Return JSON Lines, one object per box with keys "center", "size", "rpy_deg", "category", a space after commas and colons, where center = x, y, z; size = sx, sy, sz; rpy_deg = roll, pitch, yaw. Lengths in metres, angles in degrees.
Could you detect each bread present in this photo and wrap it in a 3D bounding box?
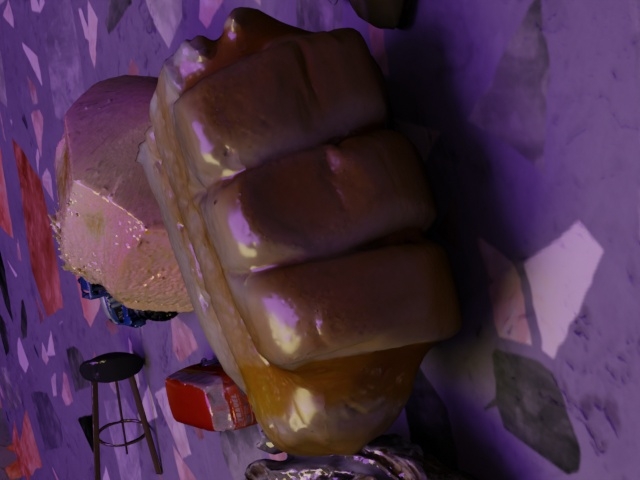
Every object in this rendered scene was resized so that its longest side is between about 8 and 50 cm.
{"center": [0.000, 0.000, 0.980], "size": [0.300, 0.210, 0.341], "rpy_deg": [112, 138, -67], "category": "bread"}

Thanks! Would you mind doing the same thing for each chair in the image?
{"center": [-0.311, 0.258, 1.861], "size": [0.095, 0.104, 0.221], "rpy_deg": [-118, 22, -64], "category": "chair"}

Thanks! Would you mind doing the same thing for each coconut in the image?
{"center": [-0.174, -0.055, 1.284], "size": [0.233, 0.233, 0.245], "rpy_deg": [61, 153, 29], "category": "coconut"}

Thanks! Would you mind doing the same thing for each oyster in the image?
{"center": [0.042, 0.238, 1.056], "size": [0.351, 0.162, 0.158], "rpy_deg": [-170, 80, -64], "category": "oyster"}

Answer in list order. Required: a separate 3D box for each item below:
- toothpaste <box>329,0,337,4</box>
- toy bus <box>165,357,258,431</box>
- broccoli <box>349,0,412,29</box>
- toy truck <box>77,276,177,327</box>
{"center": [-0.034, -0.297, 1.099], "size": [0.218, 0.041, 0.064], "rpy_deg": [52, 139, 35], "category": "toothpaste"}
{"center": [-0.130, 0.192, 1.476], "size": [0.174, 0.077, 0.079], "rpy_deg": [-4, 99, 64], "category": "toy bus"}
{"center": [-0.007, -0.274, 0.887], "size": [0.242, 0.180, 0.273], "rpy_deg": [49, 143, 42], "category": "broccoli"}
{"center": [-0.263, 0.010, 1.600], "size": [0.113, 0.126, 0.208], "rpy_deg": [2, 103, 63], "category": "toy truck"}
